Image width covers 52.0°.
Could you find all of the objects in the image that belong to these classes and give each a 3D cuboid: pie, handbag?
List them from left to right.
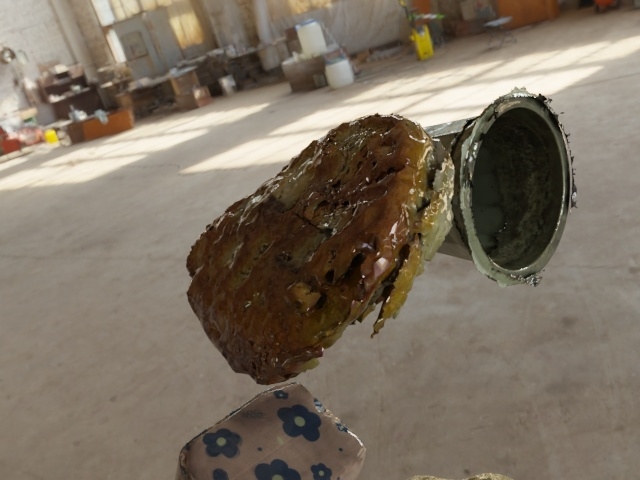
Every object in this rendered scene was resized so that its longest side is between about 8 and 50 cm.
[{"bbox_3d":[-0.085,0.350,0.934,0.190,0.193,0.252,37,38,26],"label":"handbag"},{"bbox_3d":[-0.001,-0.001,0.605,0.308,0.085,0.308,-32,32,22],"label":"pie"}]

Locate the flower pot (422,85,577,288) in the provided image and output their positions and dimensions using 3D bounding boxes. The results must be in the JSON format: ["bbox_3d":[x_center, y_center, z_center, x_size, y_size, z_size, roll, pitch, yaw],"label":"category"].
[{"bbox_3d":[0.215,-0.085,1.016,0.290,0.290,0.259,-32,25,-33],"label":"flower pot"}]

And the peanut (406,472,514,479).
[{"bbox_3d":[0.200,0.369,0.898,0.215,0.098,0.090,-1,48,1],"label":"peanut"}]
